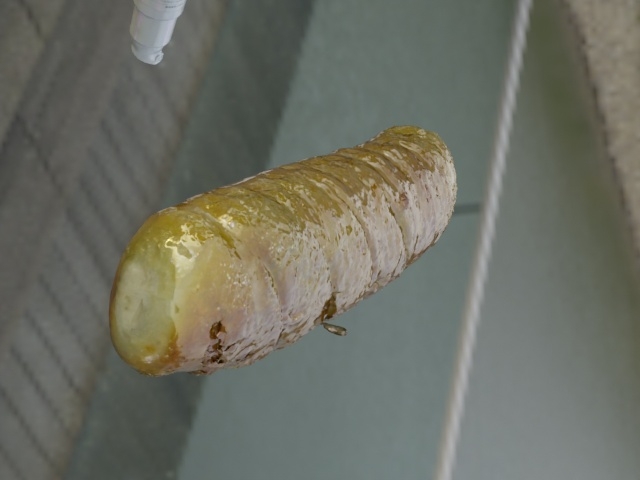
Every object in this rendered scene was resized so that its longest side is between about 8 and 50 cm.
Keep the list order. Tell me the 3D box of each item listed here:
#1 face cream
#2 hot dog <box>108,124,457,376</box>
[{"bbox_3d":[-0.098,-0.163,1.123,0.130,0.034,0.034,112,-4,-46],"label":"face cream"},{"bbox_3d":[-0.003,-0.002,0.821,0.286,0.061,0.087,-34,132,-59],"label":"hot dog"}]
